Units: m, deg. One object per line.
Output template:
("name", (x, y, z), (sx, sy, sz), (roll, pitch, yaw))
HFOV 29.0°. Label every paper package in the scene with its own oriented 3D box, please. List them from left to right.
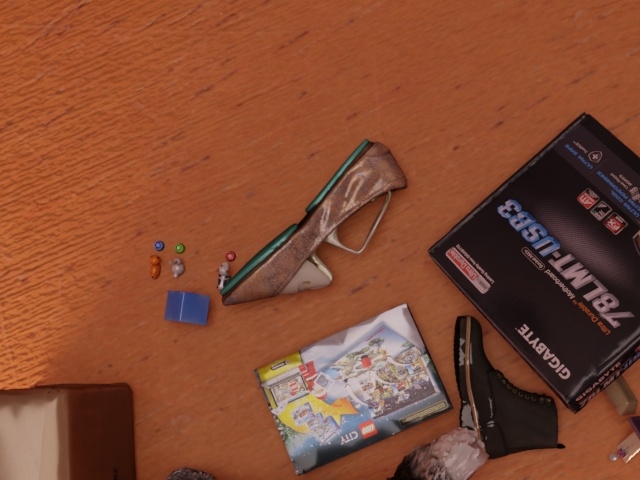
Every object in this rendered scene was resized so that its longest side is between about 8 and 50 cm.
("paper package", (-0.356, 0.349, 1.605), (0.168, 0.309, 0.324), (-4, 84, 7))

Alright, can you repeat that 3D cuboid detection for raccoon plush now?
("raccoon plush", (-0.031, 0.329, 1.625), (0.446, 0.216, 0.299), (-44, 75, -2))

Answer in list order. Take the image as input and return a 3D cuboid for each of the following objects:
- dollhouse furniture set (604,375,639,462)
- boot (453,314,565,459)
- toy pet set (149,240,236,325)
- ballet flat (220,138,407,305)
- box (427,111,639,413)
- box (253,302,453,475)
("dollhouse furniture set", (0.412, 0.239, 1.669), (0.081, 0.091, 0.114), (-55, 49, 38))
("boot", (0.253, 0.194, 1.670), (0.137, 0.077, 0.197), (-5, 95, 2))
("toy pet set", (-0.191, 0.059, 1.743), (0.122, 0.065, 0.114), (7, 84, 9))
("ballet flat", (0.000, 0.000, 1.710), (0.106, 0.107, 0.316), (44, 91, -3))
("box", (0.342, 0.024, 1.627), (0.293, 0.073, 0.295), (-40, 58, 1))
("box", (0.045, 0.205, 1.703), (0.233, 0.044, 0.159), (-24, 81, 4))
